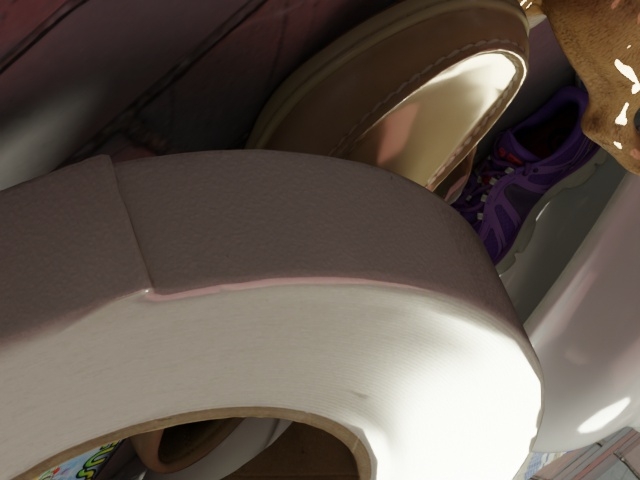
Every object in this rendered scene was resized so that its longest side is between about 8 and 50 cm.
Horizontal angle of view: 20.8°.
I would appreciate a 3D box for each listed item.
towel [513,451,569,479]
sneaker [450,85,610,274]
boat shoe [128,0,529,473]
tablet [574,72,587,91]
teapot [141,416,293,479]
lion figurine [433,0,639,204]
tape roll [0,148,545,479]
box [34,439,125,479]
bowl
[{"bbox_3d":[0.270,0.168,1.949,0.285,0.034,0.209,-7,123,-63],"label":"towel"},{"bbox_3d":[0.118,-0.039,1.152,0.170,0.068,0.071,-48,150,-3],"label":"sneaker"},{"bbox_3d":[0.000,0.000,0.867,0.302,0.098,0.109,-43,143,22],"label":"boat shoe"},{"bbox_3d":[0.203,-0.129,1.163,0.083,0.006,0.054,-39,163,-3],"label":"tablet"},{"bbox_3d":[-0.047,0.193,1.182,0.252,0.187,0.256,-32,-159,41],"label":"teapot"},{"bbox_3d":[0.216,-0.160,0.888,0.392,0.142,0.240,-32,156,-10],"label":"lion figurine"},{"bbox_3d":[-0.085,0.108,0.814,0.392,0.072,0.392,-15,147,-10],"label":"tape roll"},{"bbox_3d":[-0.184,0.148,1.013,0.114,0.036,0.207,-20,155,-49],"label":"box"},{"bbox_3d":[0.208,0.041,1.212,0.298,0.134,0.298,-56,180,0],"label":"bowl"}]
